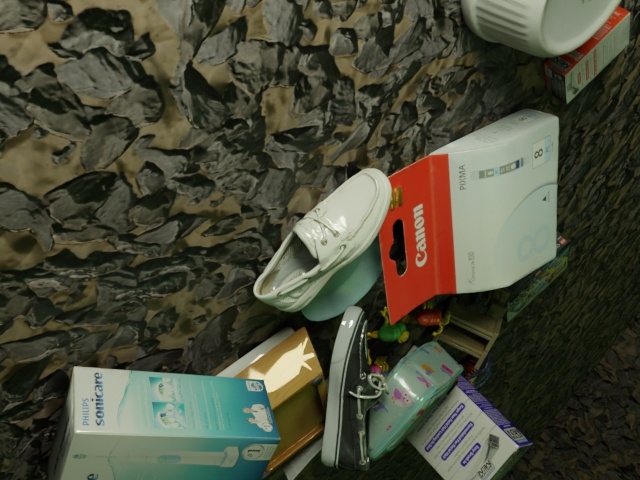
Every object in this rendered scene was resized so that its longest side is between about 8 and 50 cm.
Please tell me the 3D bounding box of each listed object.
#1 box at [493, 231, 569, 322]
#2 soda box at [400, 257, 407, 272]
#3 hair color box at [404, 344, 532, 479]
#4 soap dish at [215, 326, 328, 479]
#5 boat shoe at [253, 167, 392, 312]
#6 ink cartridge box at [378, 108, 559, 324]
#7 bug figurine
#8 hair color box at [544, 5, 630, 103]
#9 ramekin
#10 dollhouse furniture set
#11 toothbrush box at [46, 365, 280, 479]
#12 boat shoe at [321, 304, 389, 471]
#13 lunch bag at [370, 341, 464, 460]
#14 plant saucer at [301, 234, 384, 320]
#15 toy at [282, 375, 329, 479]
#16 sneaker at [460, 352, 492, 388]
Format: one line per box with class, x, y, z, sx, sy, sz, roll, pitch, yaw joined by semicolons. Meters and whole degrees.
box;0.559;0.099;1.885;0.233;0.044;0.159;-40;147;-8
soda box;0.249;0.016;1.428;0.181;0.061;0.058;-42;148;-6
hair color box;0.304;0.427;1.687;0.110;0.339;0.185;16;114;-53
soap dish;-0.087;0.313;1.331;0.229;0.118;0.291;-34;147;-17
boat shoe;0.000;0.000;1.099;0.277;0.098;0.096;-52;148;13
ink cartridge box;0.281;-0.033;1.307;0.385;0.091;0.308;-28;126;-27
bug figurine;0.161;0.243;1.573;0.216;0.072;0.279;2;125;-49
hair color box;0.490;-0.344;1.311;0.167;0.053;0.093;-45;149;-3
ramekin;0.340;-0.390;1.022;0.272;0.127;0.273;-29;144;-23
dollhouse furniture set;0.364;0.193;1.733;0.184;0.129;0.129;-53;165;-53
toothbrush box;-0.239;0.316;1.064;0.295;0.126;0.216;8;123;-25
boat shoe;0.071;0.273;1.302;0.113;0.104;0.307;2;95;-77
lunch bag;0.180;0.337;1.499;0.224;0.108;0.279;-56;160;21
plant saucer;0.034;0.057;1.257;0.195;0.037;0.195;-29;145;-23
toy;0.007;0.383;1.489;0.056;0.137;0.237;36;96;-30
sneaker;0.396;0.384;1.989;0.221;0.083;0.087;-40;140;-14
